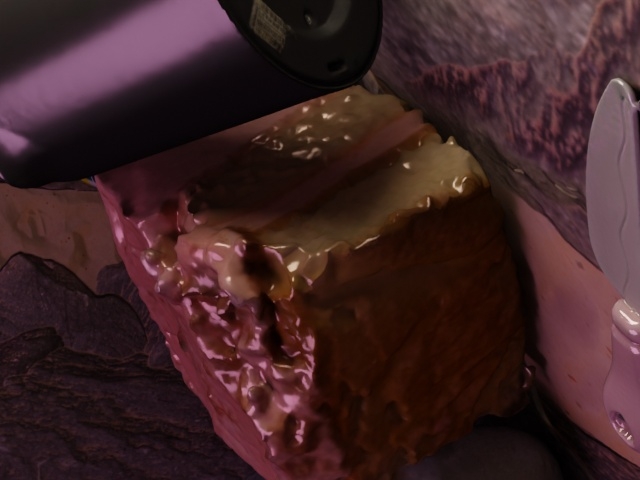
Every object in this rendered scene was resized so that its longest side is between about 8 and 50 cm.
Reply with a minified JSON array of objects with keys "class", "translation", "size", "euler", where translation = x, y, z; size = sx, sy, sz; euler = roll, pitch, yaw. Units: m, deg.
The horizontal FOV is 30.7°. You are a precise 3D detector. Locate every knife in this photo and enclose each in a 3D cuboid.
[{"class":"knife","translation":[0.218,0.021,0.820],"size":[0.081,0.043,0.336],"euler":[50,159,52]}]

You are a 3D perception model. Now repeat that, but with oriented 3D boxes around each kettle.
[{"class":"kettle","translation":[-0.135,-0.198,0.917],"size":[0.308,0.203,0.262],"euler":[-17,78,38]}]

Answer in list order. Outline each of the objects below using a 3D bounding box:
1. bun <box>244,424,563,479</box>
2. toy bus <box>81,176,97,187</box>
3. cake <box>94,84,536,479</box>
[{"class":"bun","translation":[0.086,0.306,1.213],"size":[0.362,0.362,0.211],"euler":[97,165,-69]},{"class":"toy bus","translation":[-0.183,-0.168,1.323],"size":[0.440,0.209,0.249],"euler":[17,132,66]},{"class":"cake","translation":[-0.008,0.034,1.065],"size":[0.307,0.293,0.314],"euler":[40,152,43]}]
